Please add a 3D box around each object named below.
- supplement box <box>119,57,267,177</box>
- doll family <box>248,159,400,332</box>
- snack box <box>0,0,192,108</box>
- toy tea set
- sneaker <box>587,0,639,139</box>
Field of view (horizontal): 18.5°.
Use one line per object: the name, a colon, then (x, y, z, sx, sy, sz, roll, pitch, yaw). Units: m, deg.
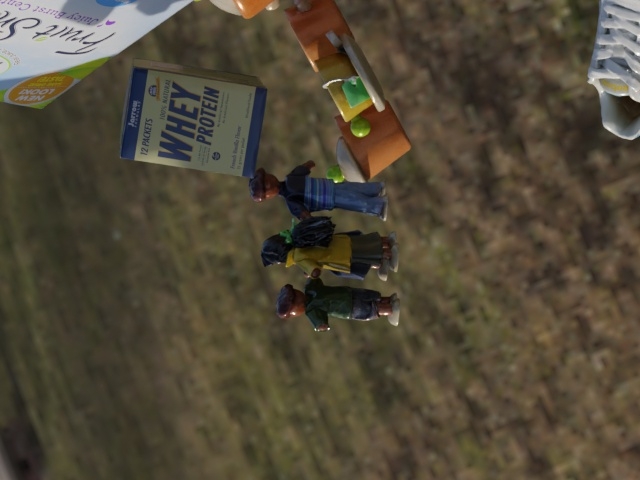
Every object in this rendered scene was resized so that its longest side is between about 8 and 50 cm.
supplement box: (-0.079, -0.076, 1.205, 0.083, 0.083, 0.056, -118, 37, -79)
doll family: (0.000, 0.000, 1.526, 0.193, 0.111, 0.076, -99, 12, -66)
snack box: (-0.133, -0.148, 0.951, 0.207, 0.174, 0.070, -30, 71, 30)
toy tea set: (-0.030, -0.193, 1.975, 0.336, 0.124, 0.200, 62, -177, -5)
sneaker: (0.289, -0.183, 1.785, 0.087, 0.092, 0.228, 23, 154, 29)
